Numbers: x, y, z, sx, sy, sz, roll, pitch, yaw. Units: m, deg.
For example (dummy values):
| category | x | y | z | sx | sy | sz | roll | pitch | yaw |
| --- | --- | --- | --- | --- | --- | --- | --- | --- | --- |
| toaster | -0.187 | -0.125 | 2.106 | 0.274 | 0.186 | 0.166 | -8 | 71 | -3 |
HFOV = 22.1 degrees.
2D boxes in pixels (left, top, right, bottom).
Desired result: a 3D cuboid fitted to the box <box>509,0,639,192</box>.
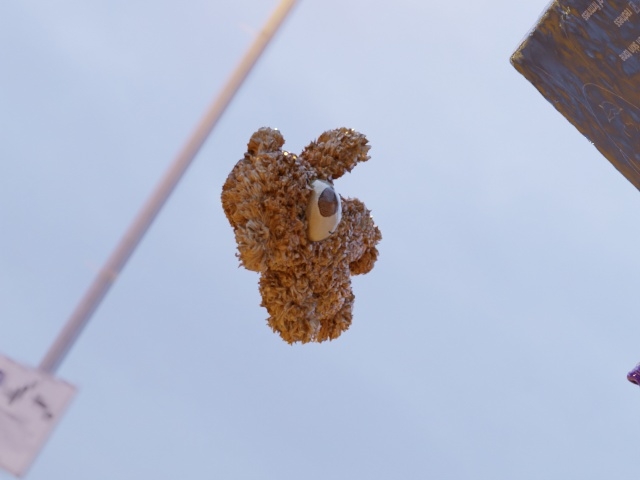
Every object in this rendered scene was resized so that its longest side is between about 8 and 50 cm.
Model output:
| category | x | y | z | sx | sy | sz | roll | pitch | yaw |
| --- | --- | --- | --- | --- | --- | --- | --- | --- | --- |
| box | 0.505 | -0.179 | 1.785 | 0.472 | 0.297 | 0.480 | 47 | -8 | 2 |

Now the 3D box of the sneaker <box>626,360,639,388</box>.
| category | x | y | z | sx | sy | sz | roll | pitch | yaw |
| --- | --- | --- | --- | --- | --- | --- | --- | --- | --- |
| sneaker | 0.406 | 0.209 | 1.872 | 0.068 | 0.071 | 0.170 | 34 | 27 | -52 |

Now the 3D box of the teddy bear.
| category | x | y | z | sx | sy | sz | roll | pitch | yaw |
| --- | --- | --- | --- | --- | --- | --- | --- | --- | --- |
| teddy bear | 0.000 | 0.000 | 1.850 | 0.113 | 0.245 | 0.338 | 23 | -29 | 26 |
